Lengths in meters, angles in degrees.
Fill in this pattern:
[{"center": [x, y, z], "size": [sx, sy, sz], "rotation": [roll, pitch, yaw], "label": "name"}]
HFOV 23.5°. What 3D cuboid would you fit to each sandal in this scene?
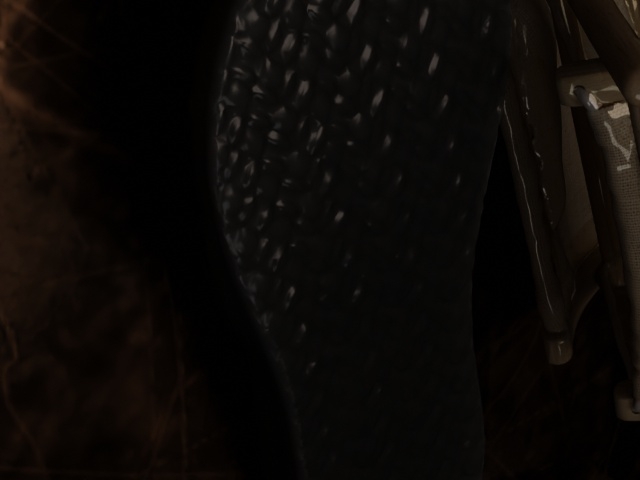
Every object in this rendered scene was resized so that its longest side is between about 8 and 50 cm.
[{"center": [-0.002, 0.002, 0.765], "size": [0.168, 0.107, 0.445], "rotation": [-26, 132, -30], "label": "sandal"}]

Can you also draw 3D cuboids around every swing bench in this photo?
[{"center": [0.182, -0.043, 0.796], "size": [0.165, 0.254, 0.253], "rotation": [-24, 120, -12], "label": "swing bench"}]
